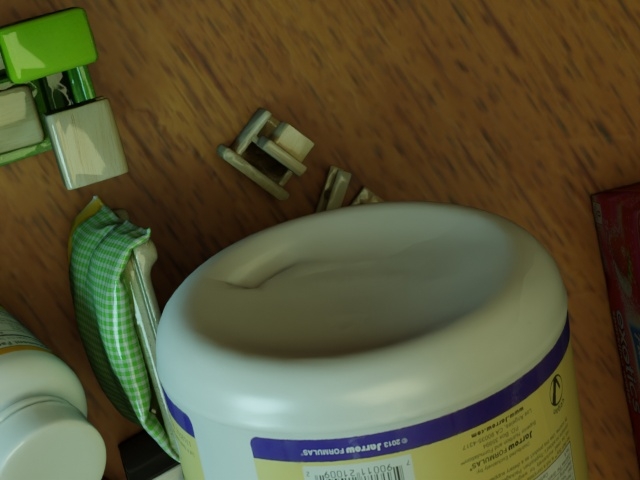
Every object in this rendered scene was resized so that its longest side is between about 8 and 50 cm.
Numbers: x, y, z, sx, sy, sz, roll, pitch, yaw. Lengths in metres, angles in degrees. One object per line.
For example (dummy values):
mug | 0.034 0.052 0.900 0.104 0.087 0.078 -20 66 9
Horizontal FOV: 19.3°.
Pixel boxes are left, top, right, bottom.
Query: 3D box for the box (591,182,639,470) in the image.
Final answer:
box | 0.291 0.081 1.364 0.123 0.128 0.257 -13 100 -9

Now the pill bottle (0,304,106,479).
pill bottle | -0.231 0.098 1.215 0.117 0.215 0.117 -24 131 -30

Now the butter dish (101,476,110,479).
butter dish | -0.217 0.214 1.294 0.160 0.160 0.118 35 114 -9

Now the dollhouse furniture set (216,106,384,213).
dollhouse furniture set | 0.000 0.000 1.271 0.161 0.182 0.101 37 90 -13

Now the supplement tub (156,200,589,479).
supplement tub | 0.046 0.168 1.132 0.241 0.241 0.331 -15 115 -8

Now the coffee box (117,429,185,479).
coffee box | 0.001 0.241 1.337 0.168 0.119 0.297 -29 102 -5

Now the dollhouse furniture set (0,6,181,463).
dollhouse furniture set | -0.191 0.011 1.230 0.151 0.197 0.301 -17 100 -9
